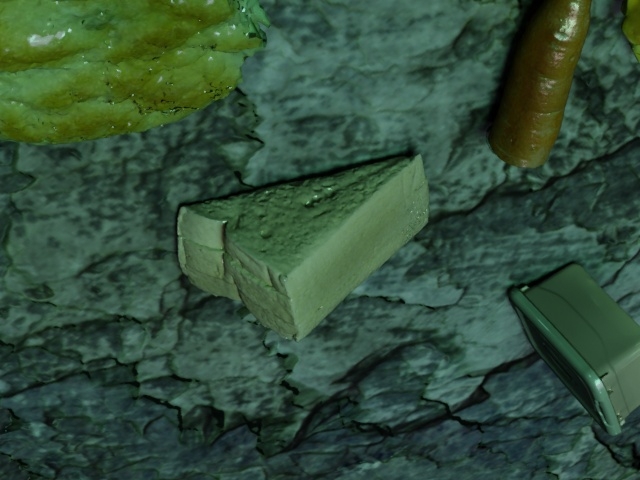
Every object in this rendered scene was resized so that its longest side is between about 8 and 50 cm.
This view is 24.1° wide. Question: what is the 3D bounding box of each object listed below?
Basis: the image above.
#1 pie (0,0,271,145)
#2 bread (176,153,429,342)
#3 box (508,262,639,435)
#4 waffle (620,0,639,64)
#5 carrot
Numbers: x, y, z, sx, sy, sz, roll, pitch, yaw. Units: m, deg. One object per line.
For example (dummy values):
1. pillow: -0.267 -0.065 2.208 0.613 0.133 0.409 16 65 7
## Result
1. pie: -0.125 -0.150 0.724 0.297 0.078 0.371 -5 158 -26
2. bread: -0.010 -0.014 1.039 0.152 0.105 0.077 -41 147 -29
3. box: 0.209 0.080 1.164 0.062 0.122 0.089 -34 138 -3
4. waffle: 0.308 -0.221 0.931 0.301 0.058 0.281 -31 138 11
5. carrot: 0.146 -0.114 0.986 0.048 0.048 0.139 -5 134 -18
